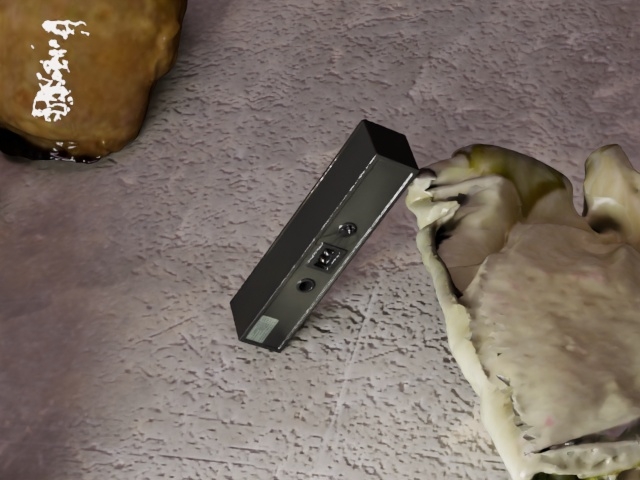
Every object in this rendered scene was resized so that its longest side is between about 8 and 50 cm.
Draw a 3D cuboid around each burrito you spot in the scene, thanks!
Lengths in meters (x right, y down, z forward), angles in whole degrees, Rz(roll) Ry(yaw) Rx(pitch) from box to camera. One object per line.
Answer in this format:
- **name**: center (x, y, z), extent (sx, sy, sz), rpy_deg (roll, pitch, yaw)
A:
- **burrito**: center (0.171, 0.062, 1.057), extent (0.190, 0.135, 0.332), rpy_deg (-9, 39, -8)

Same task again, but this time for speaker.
- **speaker**: center (0.000, 0.000, 1.141), extent (0.040, 0.191, 0.046), rpy_deg (20, 32, -29)

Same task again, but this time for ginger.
- **ginger**: center (-0.221, -0.228, 1.405), extent (0.200, 0.223, 0.269), rpy_deg (-4, 41, 5)
